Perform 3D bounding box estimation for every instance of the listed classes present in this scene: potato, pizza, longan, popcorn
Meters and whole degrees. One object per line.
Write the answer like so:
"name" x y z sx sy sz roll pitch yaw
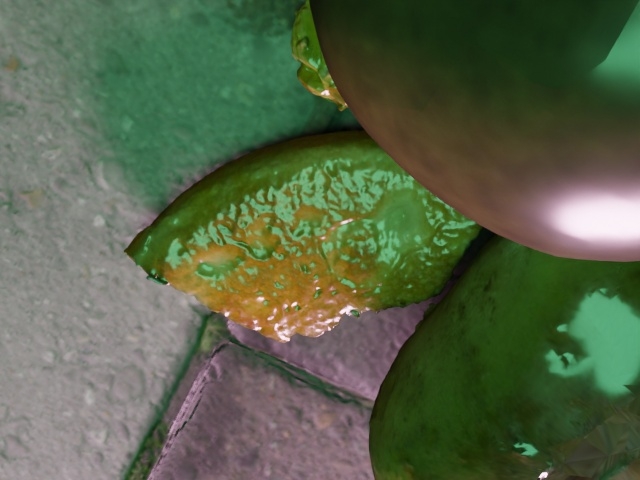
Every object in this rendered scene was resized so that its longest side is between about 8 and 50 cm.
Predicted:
"potato" 0.156 0.093 0.913 0.210 0.173 0.307 35 119 -16
"pizza" 0.002 -0.006 0.947 0.271 0.056 0.134 -21 111 16
"longan" 0.156 -0.136 0.723 0.319 0.319 0.318 3 118 6
"popcorn" 0.019 -0.114 0.875 0.084 0.084 0.084 3 118 6
